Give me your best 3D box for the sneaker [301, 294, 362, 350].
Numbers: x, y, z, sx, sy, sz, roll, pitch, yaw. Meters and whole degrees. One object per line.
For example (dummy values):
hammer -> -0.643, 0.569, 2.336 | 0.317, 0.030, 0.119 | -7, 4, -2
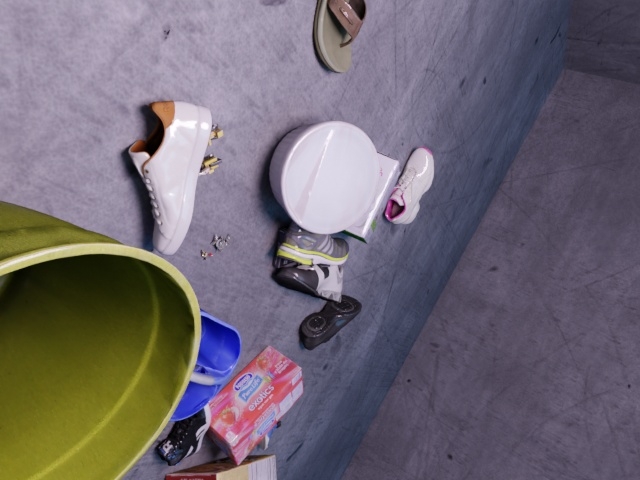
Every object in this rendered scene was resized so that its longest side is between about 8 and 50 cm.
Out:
sneaker -> 0.035, 0.295, 1.678 | 0.286, 0.109, 0.130 | -24, 140, -36

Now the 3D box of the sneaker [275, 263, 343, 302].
sneaker -> -0.024, 0.094, 1.405 | 0.330, 0.122, 0.146 | 30, 72, -62

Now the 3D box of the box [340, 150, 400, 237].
box -> 0.130, -0.122, 1.351 | 0.231, 0.127, 0.262 | -66, 170, 0

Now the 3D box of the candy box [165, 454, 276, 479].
candy box -> -0.289, 0.718, 1.397 | 0.316, 0.183, 0.087 | 29, 52, -62

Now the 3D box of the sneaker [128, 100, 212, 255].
sneaker -> -0.289, -0.110, 0.830 | 0.123, 0.106, 0.290 | 4, 113, -35

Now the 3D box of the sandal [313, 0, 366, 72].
sandal -> 0.055, -0.522, 1.023 | 0.120, 0.086, 0.302 | -33, 140, -41

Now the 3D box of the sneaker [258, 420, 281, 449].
sneaker -> -0.181, 0.687, 1.680 | 0.085, 0.058, 0.152 | -17, 122, -41

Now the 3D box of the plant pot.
plant pot -> -0.400, 0.101, 0.536 | 0.366, 0.353, 0.366 | -39, 144, -37

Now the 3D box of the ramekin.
ramekin -> 0.000, -0.160, 1.122 | 0.273, 0.127, 0.272 | -13, 116, -29

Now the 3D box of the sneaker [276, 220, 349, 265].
sneaker -> 0.000, 0.000, 1.297 | 0.300, 0.111, 0.121 | -1, 109, -61

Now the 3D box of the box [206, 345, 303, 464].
box -> -0.200, 0.491, 1.401 | 0.300, 0.142, 0.154 | -41, 144, -34

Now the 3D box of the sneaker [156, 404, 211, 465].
sneaker -> -0.364, 0.509, 1.215 | 0.121, 0.079, 0.216 | -21, 132, -53

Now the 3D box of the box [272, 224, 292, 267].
box -> -0.067, 0.004, 1.327 | 0.162, 0.029, 0.116 | -20, 129, -53

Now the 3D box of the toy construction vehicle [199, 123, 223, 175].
toy construction vehicle -> -0.228, -0.173, 0.913 | 0.098, 0.035, 0.085 | -36, 142, -39

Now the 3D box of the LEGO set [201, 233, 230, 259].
LEGO set -> -0.236, 0.015, 1.067 | 0.083, 0.023, 0.054 | -54, 150, -16

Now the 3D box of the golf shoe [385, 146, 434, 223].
golf shoe -> 0.329, -0.196, 1.717 | 0.140, 0.115, 0.306 | -11, 122, -51

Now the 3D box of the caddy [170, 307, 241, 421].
caddy -> -0.309, 0.256, 0.994 | 0.241, 0.179, 0.341 | -58, 151, -10
